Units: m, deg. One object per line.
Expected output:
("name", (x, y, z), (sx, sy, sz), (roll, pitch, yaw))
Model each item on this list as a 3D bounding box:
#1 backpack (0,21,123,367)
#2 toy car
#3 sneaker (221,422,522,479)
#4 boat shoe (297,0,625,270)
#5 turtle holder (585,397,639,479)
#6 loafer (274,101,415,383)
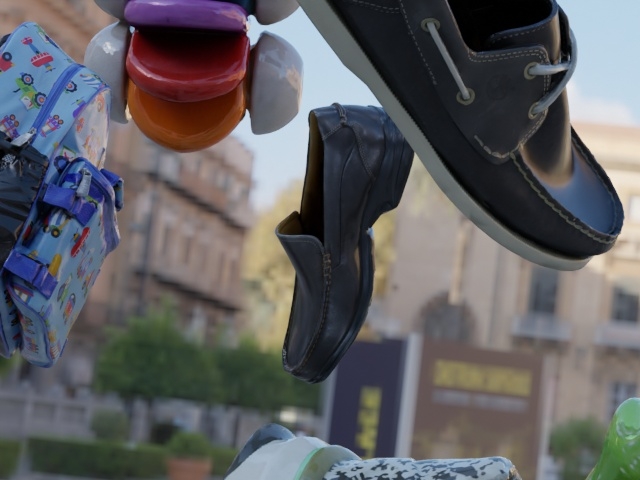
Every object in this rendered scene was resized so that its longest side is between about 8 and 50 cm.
("backpack", (-0.174, -0.032, 1.127), (0.117, 0.173, 0.158), (23, -25, 4))
("toy car", (-0.092, -0.150, 1.351), (0.159, 0.182, 0.136), (4, 12, 4))
("sneaker", (0.028, 0.261, 0.937), (0.182, 0.410, 0.158), (-15, -39, 26))
("boat shoe", (0.075, -0.072, 0.832), (0.079, 0.084, 0.233), (-21, -53, 30))
("turtle holder", (0.229, 0.276, 1.193), (0.243, 0.320, 0.227), (36, -45, 0))
("loafer", (0.000, 0.000, 1.105), (0.061, 0.170, 0.062), (10, 11, -26))
